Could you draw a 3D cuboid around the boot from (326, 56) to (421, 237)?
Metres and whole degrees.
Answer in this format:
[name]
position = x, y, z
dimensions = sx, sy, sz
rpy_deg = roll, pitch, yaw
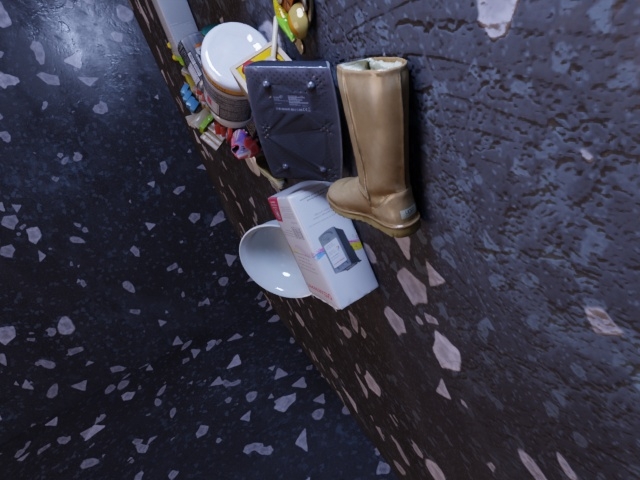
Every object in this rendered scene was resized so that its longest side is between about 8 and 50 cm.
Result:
[boot]
position = 0.071, -0.158, 0.668
dimensions = 0.236, 0.089, 0.269
rpy_deg = 27, 143, 46

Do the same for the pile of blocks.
[pile of blocks]
position = -0.479, -0.546, 1.605
dimensions = 0.361, 0.149, 0.113
rpy_deg = 64, 164, -5

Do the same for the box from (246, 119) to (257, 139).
[box]
position = -0.221, -0.396, 1.271
dimensions = 0.115, 0.029, 0.162
rpy_deg = 65, 163, -6

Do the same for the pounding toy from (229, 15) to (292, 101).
[pounding toy]
position = -0.102, -0.350, 0.821
dimensions = 0.130, 0.141, 0.100
rpy_deg = 55, 178, 24

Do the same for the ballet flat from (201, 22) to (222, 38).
[ballet flat]
position = -0.274, -0.552, 1.104
dimensions = 0.213, 0.072, 0.068
rpy_deg = 43, 159, 48

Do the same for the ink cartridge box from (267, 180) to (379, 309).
[ink cartridge box]
position = 0.000, 0.000, 1.047
dimensions = 0.306, 0.131, 0.226
rpy_deg = 65, 163, -14

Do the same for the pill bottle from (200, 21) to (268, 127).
[pill bottle]
position = -0.216, -0.397, 1.012
dimensions = 0.162, 0.162, 0.278
rpy_deg = 63, 164, -2

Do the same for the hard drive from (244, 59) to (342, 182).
[hard drive]
position = -0.039, -0.226, 0.778
dimensions = 0.172, 0.054, 0.254
rpy_deg = 7, 142, 14

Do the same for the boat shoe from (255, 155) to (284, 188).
[boat shoe]
position = -0.168, -0.229, 1.333
dimensions = 0.153, 0.056, 0.048
rpy_deg = 43, 151, 32

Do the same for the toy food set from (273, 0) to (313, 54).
[toy food set]
position = -0.053, -0.419, 0.690
dimensions = 0.132, 0.039, 0.192
rpy_deg = 62, 164, 1

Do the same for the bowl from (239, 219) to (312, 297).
[bowl]
position = -0.105, 0.038, 1.325
dimensions = 0.298, 0.134, 0.297
rpy_deg = 11, 129, 14

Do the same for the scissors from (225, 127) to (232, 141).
[scissors]
position = -0.318, -0.440, 1.451
dimensions = 0.297, 0.021, 0.108
rpy_deg = 176, 98, -70

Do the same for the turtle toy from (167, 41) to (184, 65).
[turtle toy]
position = -0.558, -0.764, 1.638
dimensions = 0.095, 0.066, 0.130
rpy_deg = 23, 146, 30

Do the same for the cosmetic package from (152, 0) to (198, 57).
[cosmetic package]
position = -0.505, -0.777, 1.401
dimensions = 0.127, 0.107, 0.237
rpy_deg = 43, 152, 50

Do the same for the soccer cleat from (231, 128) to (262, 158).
[soccer cleat]
position = -0.292, -0.346, 1.449
dimensions = 0.248, 0.095, 0.082
rpy_deg = 38, 151, 55

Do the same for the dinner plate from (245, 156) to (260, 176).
[dinner plate]
position = -0.280, -0.319, 1.602
dimensions = 0.141, 0.017, 0.141
rpy_deg = 54, 163, 24

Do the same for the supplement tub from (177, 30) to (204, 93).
[supplement tub]
position = -0.369, -0.560, 1.299
dimensions = 0.190, 0.117, 0.117
rpy_deg = 63, 164, -4
